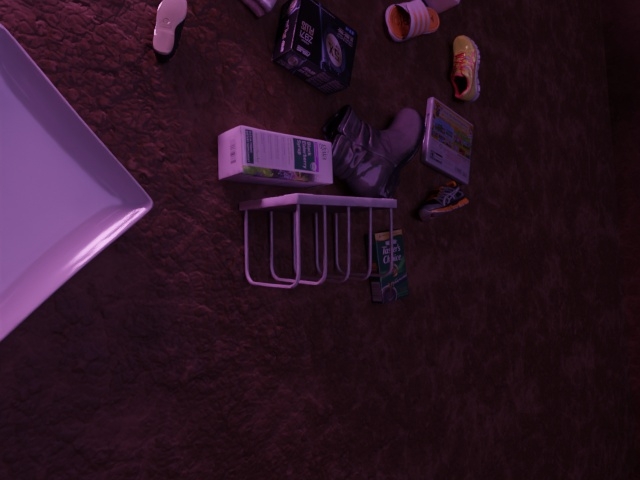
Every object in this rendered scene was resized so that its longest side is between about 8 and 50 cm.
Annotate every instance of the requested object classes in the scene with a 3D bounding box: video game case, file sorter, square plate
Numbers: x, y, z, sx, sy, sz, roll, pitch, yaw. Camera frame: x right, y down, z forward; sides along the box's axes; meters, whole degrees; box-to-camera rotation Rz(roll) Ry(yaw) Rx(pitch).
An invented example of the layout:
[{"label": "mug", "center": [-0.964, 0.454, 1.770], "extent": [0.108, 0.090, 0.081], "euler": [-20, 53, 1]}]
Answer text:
[{"label": "video game case", "center": [0.397, -0.304, 1.481], "extent": [0.226, 0.026, 0.207], "euler": [17, 76, -38]}, {"label": "file sorter", "center": [0.000, 0.000, 1.002], "extent": [0.277, 0.192, 0.173], "euler": [-2, 91, -41]}, {"label": "square plate", "center": [-0.477, -0.075, 0.679], "extent": [0.344, 0.049, 0.347], "euler": [-51, 119, -32]}]

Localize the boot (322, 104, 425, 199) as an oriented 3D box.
[{"label": "boot", "center": [0.131, -0.264, 1.190], "extent": [0.222, 0.118, 0.338], "euler": [40, 58, -26]}]

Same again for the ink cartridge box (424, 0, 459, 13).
[{"label": "ink cartridge box", "center": [0.378, -0.785, 1.453], "extent": [0.092, 0.089, 0.143], "euler": [36, 65, -34]}]

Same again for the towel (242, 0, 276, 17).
[{"label": "towel", "center": [-0.156, -0.695, 1.003], "extent": [0.317, 0.053, 0.332], "euler": [41, 61, -32]}]

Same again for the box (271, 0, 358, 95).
[{"label": "box", "center": [-0.009, -0.446, 1.097], "extent": [0.180, 0.077, 0.148], "euler": [20, 75, -39]}]

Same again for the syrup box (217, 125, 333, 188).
[{"label": "syrup box", "center": [-0.089, -0.167, 0.997], "extent": [0.236, 0.096, 0.093], "euler": [0, 87, -40]}]

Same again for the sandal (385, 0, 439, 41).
[{"label": "sandal", "center": [0.285, -0.643, 1.370], "extent": [0.265, 0.076, 0.102], "euler": [-30, 106, -39]}]

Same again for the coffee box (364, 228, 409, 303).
[{"label": "coffee box", "center": [0.175, 0.066, 1.249], "extent": [0.113, 0.040, 0.184], "euler": [-8, 92, -41]}]

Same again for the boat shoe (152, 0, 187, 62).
[{"label": "boat shoe", "center": [-0.280, -0.394, 0.882], "extent": [0.048, 0.042, 0.133], "euler": [14, 76, -14]}]

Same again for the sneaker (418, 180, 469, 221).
[{"label": "sneaker", "center": [0.349, -0.115, 1.398], "extent": [0.214, 0.084, 0.083], "euler": [-22, 88, -44]}]

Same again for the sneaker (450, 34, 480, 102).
[{"label": "sneaker", "center": [0.450, -0.543, 1.508], "extent": [0.094, 0.081, 0.209], "euler": [-18, 99, -38]}]
